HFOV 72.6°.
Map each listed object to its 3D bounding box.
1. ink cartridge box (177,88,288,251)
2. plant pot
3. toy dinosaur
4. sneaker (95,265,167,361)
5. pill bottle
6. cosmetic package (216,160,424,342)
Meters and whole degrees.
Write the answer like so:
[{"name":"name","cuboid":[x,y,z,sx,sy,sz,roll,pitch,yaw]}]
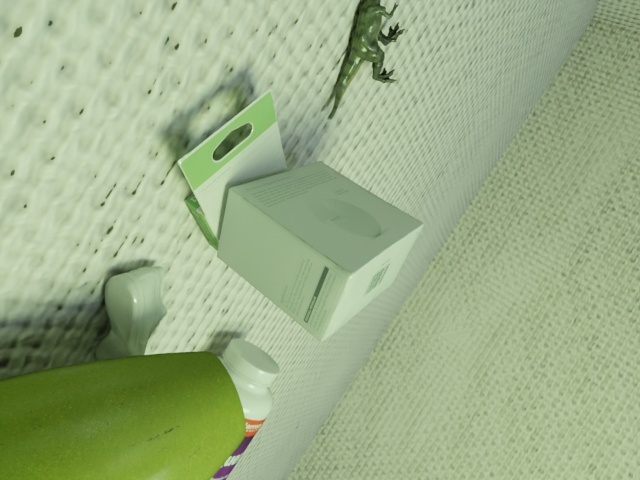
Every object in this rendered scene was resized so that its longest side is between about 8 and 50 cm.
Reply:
[{"name":"ink cartridge box","cuboid":[-0.128,-0.099,0.663,0.171,0.056,0.235,-46,153,-21]},{"name":"plant pot","cuboid":[-0.252,0.259,0.538,0.293,0.275,0.275,-17,136,-35]},{"name":"toy dinosaur","cuboid":[0.092,-0.340,0.769,0.118,0.064,0.268,-5,127,-42]},{"name":"sneaker","cuboid":[-0.277,0.135,0.666,0.094,0.080,0.212,-34,148,-62]},{"name":"pill bottle","cuboid":[-0.223,0.377,0.917,0.323,0.181,0.181,-57,155,1]},{"name":"cosmetic package","cuboid":[0.000,0.000,0.690,0.224,0.224,0.138,-27,146,-48]}]
